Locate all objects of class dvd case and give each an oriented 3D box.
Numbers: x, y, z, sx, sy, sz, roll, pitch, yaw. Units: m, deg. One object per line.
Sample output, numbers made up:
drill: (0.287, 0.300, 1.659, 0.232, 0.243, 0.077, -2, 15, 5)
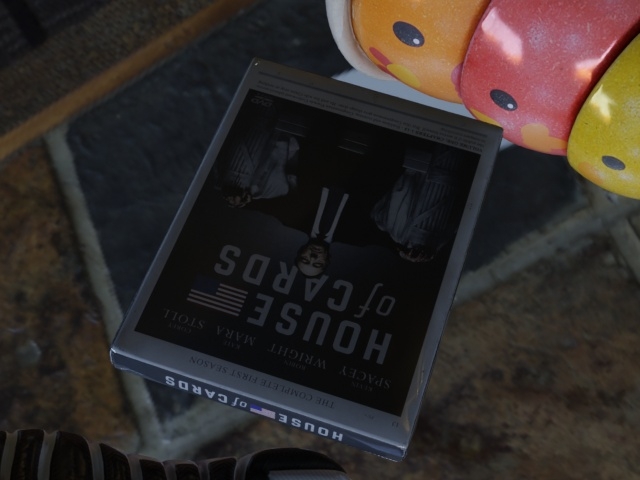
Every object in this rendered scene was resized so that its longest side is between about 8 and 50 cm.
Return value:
dvd case: (0.000, 0.000, 0.662, 0.179, 0.029, 0.238, 17, 58, 7)

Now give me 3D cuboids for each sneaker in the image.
sneaker: (-0.125, 0.204, 0.688, 0.282, 0.162, 0.106, 7, 54, -15)

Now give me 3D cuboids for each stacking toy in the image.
stacking toy: (0.264, -0.152, 0.865, 0.350, 0.350, 0.480, -43, 64, 4)
